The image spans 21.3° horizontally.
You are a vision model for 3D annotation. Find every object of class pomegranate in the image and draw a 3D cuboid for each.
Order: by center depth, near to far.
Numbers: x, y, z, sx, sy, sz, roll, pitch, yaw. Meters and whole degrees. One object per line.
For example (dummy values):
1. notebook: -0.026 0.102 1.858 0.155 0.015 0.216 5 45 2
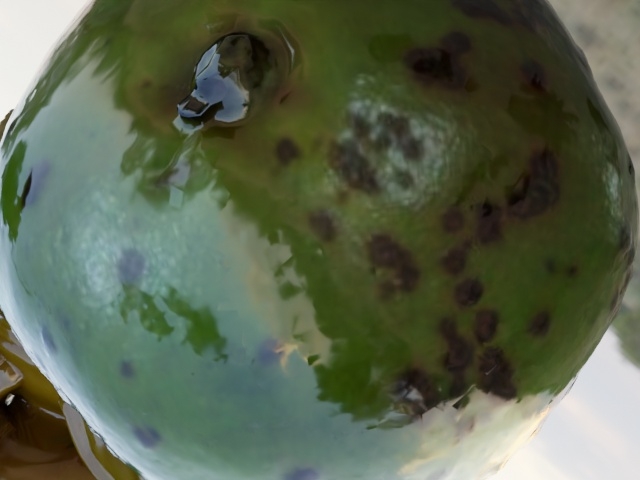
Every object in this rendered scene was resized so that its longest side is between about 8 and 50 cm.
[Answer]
1. pomegranate: 0.000 0.000 0.585 0.211 0.211 0.263 43 170 22

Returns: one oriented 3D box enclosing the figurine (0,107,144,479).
1. figurine: -0.198 0.116 1.228 0.401 0.387 0.268 8 -150 11
